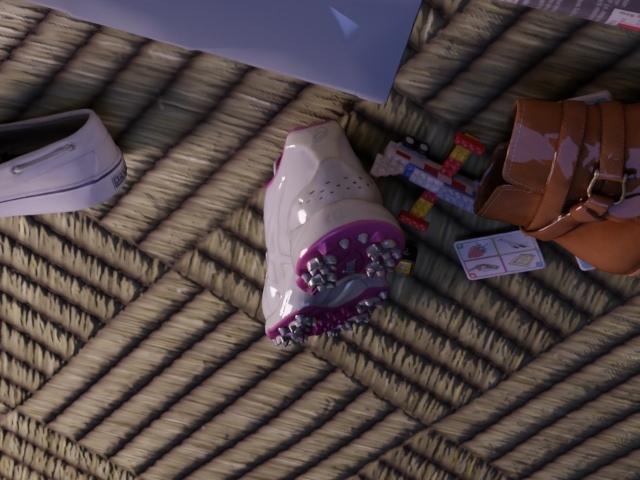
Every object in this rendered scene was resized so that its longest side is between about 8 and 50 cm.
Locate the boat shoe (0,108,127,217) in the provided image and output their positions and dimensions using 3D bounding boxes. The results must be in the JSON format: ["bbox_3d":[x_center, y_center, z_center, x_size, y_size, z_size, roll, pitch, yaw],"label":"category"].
[{"bbox_3d":[-0.311,-0.066,1.353,0.267,0.096,0.088,-5,129,16],"label":"boat shoe"}]

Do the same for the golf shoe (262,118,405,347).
[{"bbox_3d":[0.000,0.000,1.349,0.115,0.140,0.306,-13,161,-16],"label":"golf shoe"}]

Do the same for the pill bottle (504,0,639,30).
[{"bbox_3d":[0.228,-0.221,1.018,0.278,0.162,0.162,13,136,0],"label":"pill bottle"}]

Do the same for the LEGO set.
[{"bbox_3d":[0.158,-0.024,1.314,0.244,0.060,0.182,-10,128,23],"label":"LEGO set"}]

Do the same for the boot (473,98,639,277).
[{"bbox_3d":[0.260,-0.087,1.188,0.220,0.109,0.283,18,138,-5],"label":"boot"}]

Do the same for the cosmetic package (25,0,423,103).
[{"bbox_3d":[-0.060,-0.268,0.883,0.284,0.377,0.097,17,137,-5],"label":"cosmetic package"}]
